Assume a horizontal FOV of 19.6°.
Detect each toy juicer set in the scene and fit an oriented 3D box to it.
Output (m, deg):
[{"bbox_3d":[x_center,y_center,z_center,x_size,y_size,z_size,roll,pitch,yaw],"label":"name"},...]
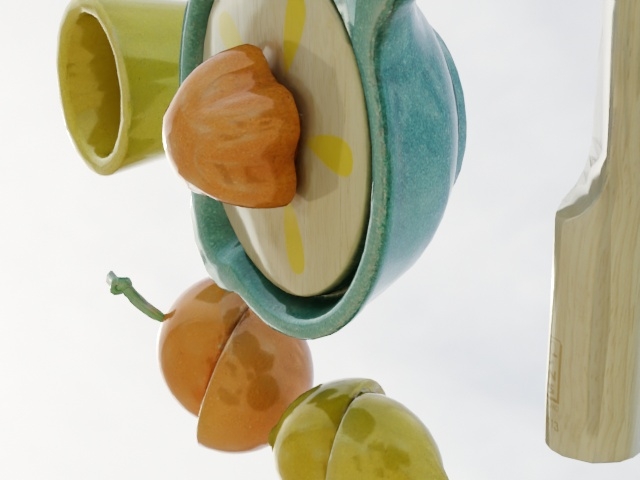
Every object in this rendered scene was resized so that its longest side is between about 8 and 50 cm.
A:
[{"bbox_3d":[0.000,0.000,0.586,0.329,0.090,0.209,-8,-89,61],"label":"toy juicer set"}]
